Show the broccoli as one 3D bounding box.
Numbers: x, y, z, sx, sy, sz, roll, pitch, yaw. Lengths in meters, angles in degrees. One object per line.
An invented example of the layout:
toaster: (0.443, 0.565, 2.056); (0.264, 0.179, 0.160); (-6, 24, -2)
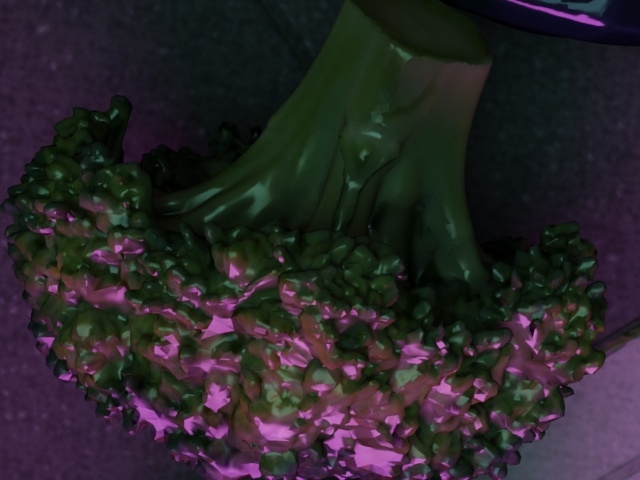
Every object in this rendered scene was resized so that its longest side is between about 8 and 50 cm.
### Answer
broccoli: (0.000, 0.020, 0.933); (0.260, 0.288, 0.235); (-42, 56, 48)

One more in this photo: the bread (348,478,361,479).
bread: (0.002, 0.244, 1.046); (0.251, 0.133, 0.174); (-44, 85, 17)

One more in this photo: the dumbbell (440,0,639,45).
dumbbell: (0.142, -0.261, 0.919); (0.144, 0.160, 0.324); (22, 106, 34)
